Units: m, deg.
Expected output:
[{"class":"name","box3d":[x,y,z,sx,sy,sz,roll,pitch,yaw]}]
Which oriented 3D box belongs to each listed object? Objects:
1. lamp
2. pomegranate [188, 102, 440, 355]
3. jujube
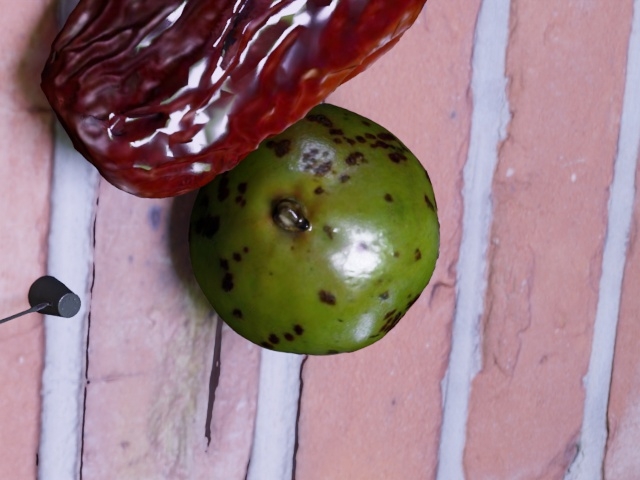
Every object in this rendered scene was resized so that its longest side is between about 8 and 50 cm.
[{"class":"lamp","box3d":[-0.239,0.057,1.262,0.121,0.054,0.041,-14,110,-37]},{"class":"pomegranate","box3d":[0.000,0.000,1.369,0.211,0.211,0.263,-63,164,-8]},{"class":"jujube","box3d":[-0.062,-0.178,1.263,0.342,0.216,0.216,-45,126,-14]}]
